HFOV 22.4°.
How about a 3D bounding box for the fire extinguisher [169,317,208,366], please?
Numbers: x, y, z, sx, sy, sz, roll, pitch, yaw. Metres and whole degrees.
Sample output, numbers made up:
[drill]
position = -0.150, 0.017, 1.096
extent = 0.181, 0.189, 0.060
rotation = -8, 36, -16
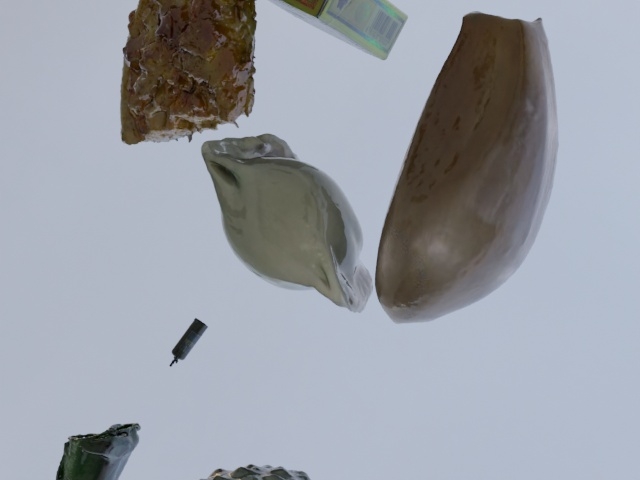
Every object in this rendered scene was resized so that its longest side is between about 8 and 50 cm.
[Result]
[fire extinguisher]
position = -0.207, 0.159, 2.493
extent = 0.083, 0.025, 0.038
rotation = -54, -177, -2

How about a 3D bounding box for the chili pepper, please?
[chili pepper]
position = -0.299, 0.321, 2.169
extent = 0.062, 0.108, 0.216
rotation = 47, -50, 35

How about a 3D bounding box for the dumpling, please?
[dumpling]
position = -0.021, -0.024, 1.613
extent = 0.124, 0.151, 0.229
rotation = -41, -96, 30

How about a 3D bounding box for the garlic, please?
[garlic]
position = 0.147, -0.062, 1.521
extent = 0.112, 0.143, 0.318
rotation = 16, 92, -82

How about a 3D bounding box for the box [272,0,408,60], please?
[box]
position = -0.009, -0.261, 1.686
extent = 0.141, 0.220, 0.064
rotation = 30, -86, 19

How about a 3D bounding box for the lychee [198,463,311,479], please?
[lychee]
position = -0.069, 0.331, 1.453
extent = 0.274, 0.255, 0.255
rotation = -19, -133, 5

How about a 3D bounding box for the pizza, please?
[pizza]
position = -0.143, -0.218, 1.785
extent = 0.226, 0.086, 0.335
rotation = 58, -48, 36
